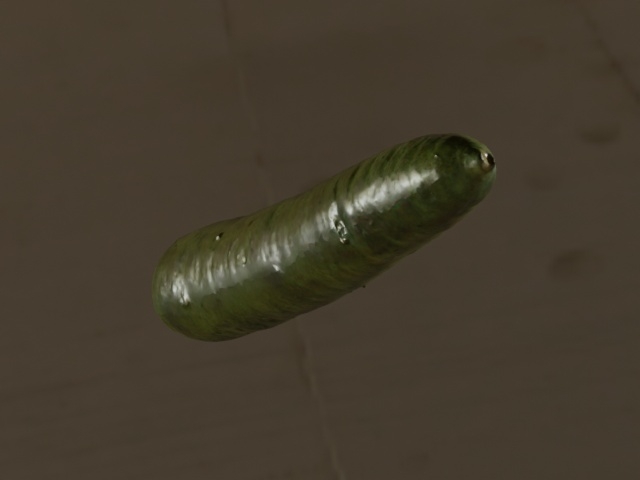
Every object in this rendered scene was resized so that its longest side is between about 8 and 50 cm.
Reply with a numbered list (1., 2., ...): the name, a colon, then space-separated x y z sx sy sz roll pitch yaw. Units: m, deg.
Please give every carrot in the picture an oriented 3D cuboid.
1. carrot: 0.000 0.000 1.124 0.074 0.074 0.358 -27 -178 -31
